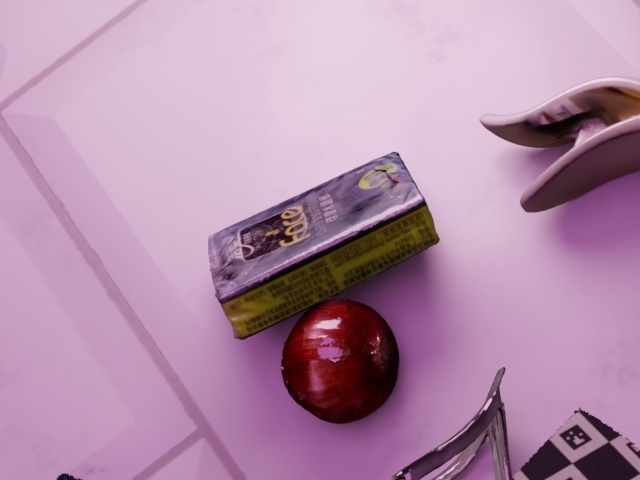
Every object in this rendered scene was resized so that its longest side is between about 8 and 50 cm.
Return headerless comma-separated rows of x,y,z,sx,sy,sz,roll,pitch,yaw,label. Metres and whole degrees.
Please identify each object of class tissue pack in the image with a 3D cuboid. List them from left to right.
0.000,0.000,1.529,0.235,0.073,0.173,-25,22,4,tissue pack

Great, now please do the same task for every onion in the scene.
0.021,0.123,1.491,0.131,0.131,0.131,-5,69,13,onion

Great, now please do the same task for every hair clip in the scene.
0.307,-0.106,1.497,0.282,0.172,0.113,-13,75,22,hair clip

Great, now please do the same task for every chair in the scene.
0.147,0.283,1.369,0.190,0.203,0.275,-23,74,-7,chair

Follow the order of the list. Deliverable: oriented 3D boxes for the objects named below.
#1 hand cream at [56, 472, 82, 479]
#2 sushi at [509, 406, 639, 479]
-0.286,0.383,1.524,0.120,0.061,0.271,16,67,25,hand cream
0.278,0.281,1.239,0.279,0.043,0.192,30,54,31,sushi
